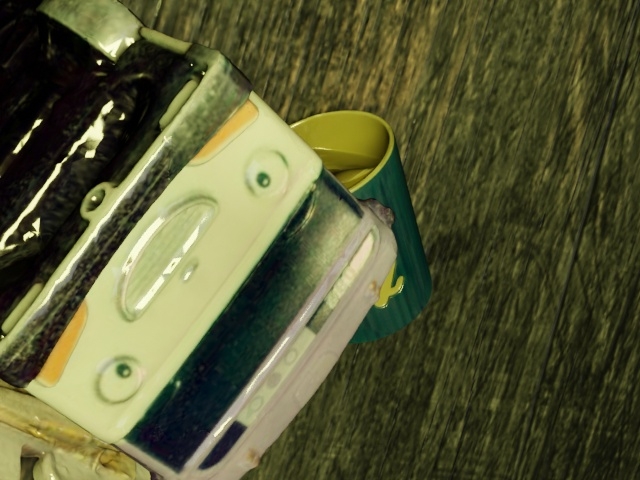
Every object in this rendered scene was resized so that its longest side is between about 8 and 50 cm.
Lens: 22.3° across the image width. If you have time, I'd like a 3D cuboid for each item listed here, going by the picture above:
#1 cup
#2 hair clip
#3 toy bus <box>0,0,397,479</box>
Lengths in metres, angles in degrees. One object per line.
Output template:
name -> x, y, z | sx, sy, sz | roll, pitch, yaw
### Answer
cup -> 0.000, 0.000, 1.329 | 0.176, 0.131, 0.155 | -20, 124, 7
hair clip -> -0.204, 0.140, 1.218 | 0.257, 0.075, 0.146 | 27, 51, -42
toy bus -> -0.162, -0.025, 1.012 | 0.209, 0.440, 0.249 | -53, 127, -7
